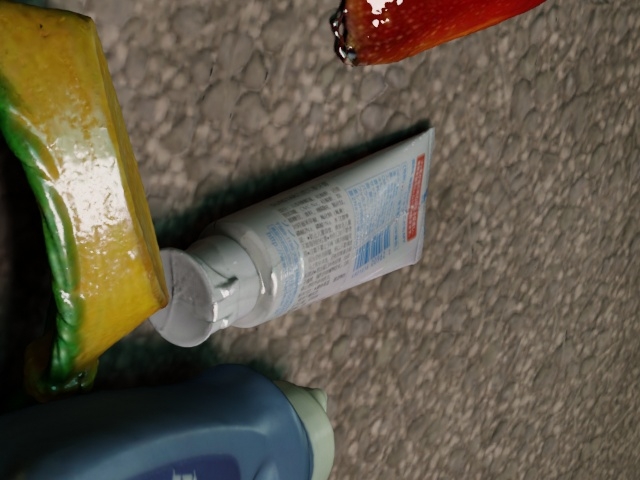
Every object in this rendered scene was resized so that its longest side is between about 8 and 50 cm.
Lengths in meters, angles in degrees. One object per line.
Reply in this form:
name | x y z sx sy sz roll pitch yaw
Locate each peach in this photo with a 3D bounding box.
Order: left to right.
peach | 0.107 -0.204 0.748 0.279 0.068 0.189 -58 137 -12

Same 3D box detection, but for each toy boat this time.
toy boat | -0.122 -0.012 0.578 0.088 0.089 0.229 -12 121 -2

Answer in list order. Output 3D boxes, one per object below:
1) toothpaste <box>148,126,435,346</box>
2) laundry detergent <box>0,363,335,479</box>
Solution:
toothpaste | 0.000 0.000 0.736 0.234 0.057 0.089 -21 124 -49
laundry detergent | -0.076 0.134 0.641 0.290 0.094 0.143 -13 110 -59
